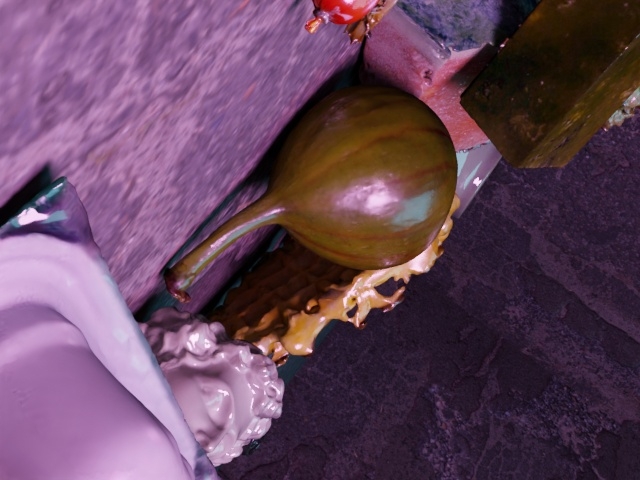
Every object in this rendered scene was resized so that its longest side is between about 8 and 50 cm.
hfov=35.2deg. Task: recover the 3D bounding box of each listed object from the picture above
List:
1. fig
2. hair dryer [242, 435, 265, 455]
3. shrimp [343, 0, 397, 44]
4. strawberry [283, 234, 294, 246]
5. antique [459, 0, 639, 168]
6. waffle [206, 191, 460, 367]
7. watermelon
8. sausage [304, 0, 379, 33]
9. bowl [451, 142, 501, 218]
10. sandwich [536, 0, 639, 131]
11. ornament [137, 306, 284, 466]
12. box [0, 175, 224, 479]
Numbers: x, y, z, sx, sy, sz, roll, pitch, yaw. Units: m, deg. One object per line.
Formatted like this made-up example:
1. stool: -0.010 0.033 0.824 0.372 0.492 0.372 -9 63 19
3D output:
1. fig: -0.015 -0.038 0.788 0.259 0.151 0.151 -13 154 -26
2. hair dryer: -0.137 0.240 1.438 0.057 0.100 0.198 -51 159 -20
3. shrimp: 0.049 -0.188 0.697 0.114 0.023 0.083 -57 173 -24
4. strawberry: 0.000 0.000 1.149 0.096 0.083 0.083 -46 173 -5
5. antique: 0.212 -0.156 0.759 0.080 0.081 0.221 -7 145 -50
6. waffle: 0.004 0.034 0.970 0.280 0.060 0.262 -19 -156 37
7. watermelon: 0.113 -0.148 0.909 0.226 0.148 0.318 -47 174 14
8. sausage: 0.038 -0.176 0.580 0.145 0.048 0.050 -51 168 -6
9. bowl: 0.175 -0.121 1.454 0.289 0.146 0.289 -52 173 -9
10. sandwich: 0.277 -0.267 0.971 0.292 0.109 0.212 -102 -172 -50
11. ornament: -0.150 0.153 0.681 0.285 0.130 0.121 -38 148 -41
12. box: -0.129 0.176 0.475 0.264 0.106 0.337 -50 153 -24
